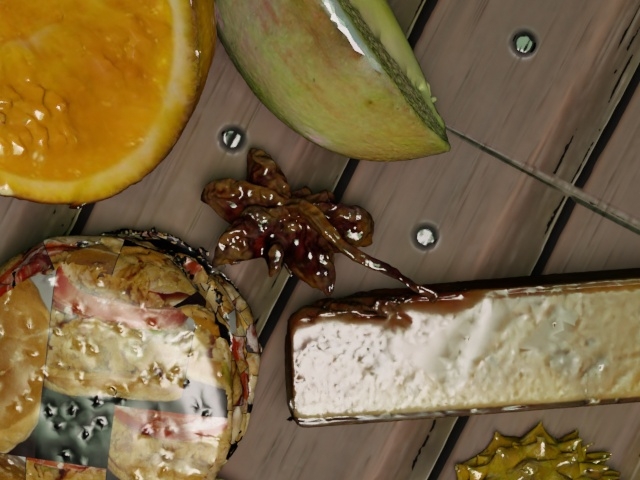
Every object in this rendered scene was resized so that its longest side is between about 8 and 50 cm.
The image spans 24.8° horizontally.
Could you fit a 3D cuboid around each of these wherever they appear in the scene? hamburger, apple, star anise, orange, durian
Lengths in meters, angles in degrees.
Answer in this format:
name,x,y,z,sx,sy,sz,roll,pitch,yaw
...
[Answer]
name,x,y,z,sx,sy,sz,roll,pitch,yaw
hamburger,-0.156,0.097,1.064,0.231,0.107,0.231,0,98,2
apple,-0.014,-0.153,1.015,0.120,0.193,0.265,-33,100,9
star anise,0.000,0.000,1.062,0.190,0.070,0.097,28,48,5
orange,-0.202,-0.181,0.958,0.274,0.274,0.310,-22,76,-3
durian,0.144,0.245,1.115,0.140,0.078,0.224,35,90,-7

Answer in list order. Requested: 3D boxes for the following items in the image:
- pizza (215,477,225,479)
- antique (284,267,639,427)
name,x,y,z,sx,sy,sz,roll,pitch,yaw
pizza,-0.032,0.352,1.107,0.268,0.087,0.258,30,88,-8
antique,0.124,0.079,1.094,0.309,0.087,0.093,-4,94,-4
